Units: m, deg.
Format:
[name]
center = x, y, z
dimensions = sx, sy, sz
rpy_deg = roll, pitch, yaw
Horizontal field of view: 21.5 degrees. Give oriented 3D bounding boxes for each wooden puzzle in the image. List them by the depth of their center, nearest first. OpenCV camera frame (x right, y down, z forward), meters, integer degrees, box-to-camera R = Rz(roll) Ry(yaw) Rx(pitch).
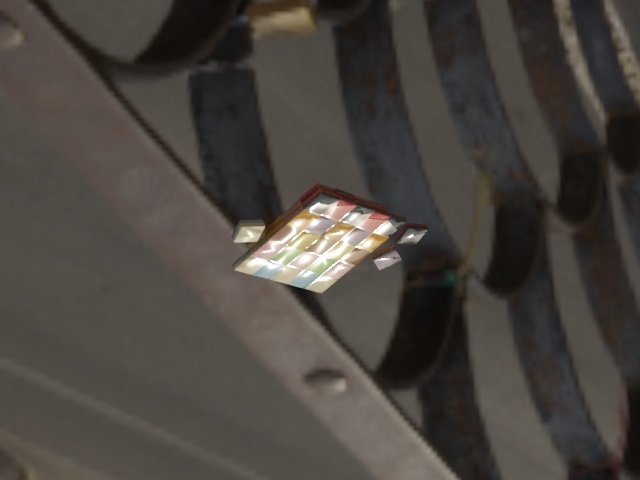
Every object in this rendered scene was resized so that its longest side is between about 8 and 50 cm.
[wooden puzzle]
center = 0.000, 0.000, 0.640
dimensions = 0.049, 0.006, 0.083
rpy_deg = -40, 144, 27
